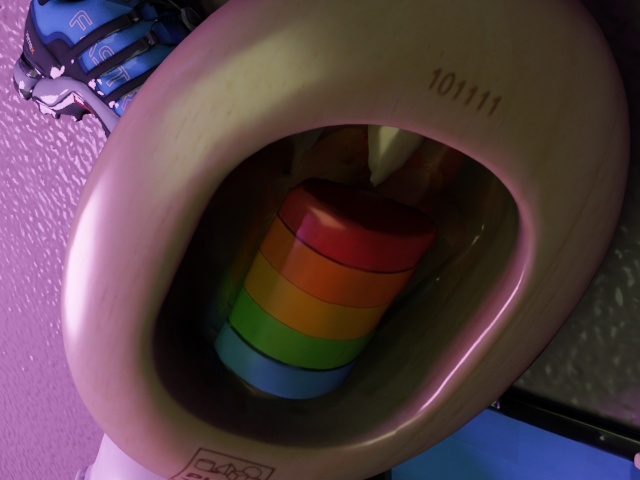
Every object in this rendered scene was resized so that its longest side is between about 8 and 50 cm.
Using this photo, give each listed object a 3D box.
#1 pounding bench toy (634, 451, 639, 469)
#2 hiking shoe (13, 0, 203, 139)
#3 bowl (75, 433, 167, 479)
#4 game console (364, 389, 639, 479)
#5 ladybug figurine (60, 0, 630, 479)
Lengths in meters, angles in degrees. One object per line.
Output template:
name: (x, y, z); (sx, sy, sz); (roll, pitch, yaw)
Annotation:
pounding bench toy: (0.236, 0.171, 0.594); (0.065, 0.052, 0.083); (-12, 102, 64)
hiking shoe: (-0.124, -0.137, 0.735); (0.304, 0.113, 0.132); (22, 118, 24)
bowl: (-0.137, 0.259, 0.857); (0.298, 0.134, 0.297); (166, 90, -85)
game console: (0.103, 0.255, 0.727); (0.293, 0.250, 0.173); (15, 150, 37)
ladybug figurine: (0.000, 0.000, 0.609); (0.305, 0.162, 0.449); (20, 127, -18)
